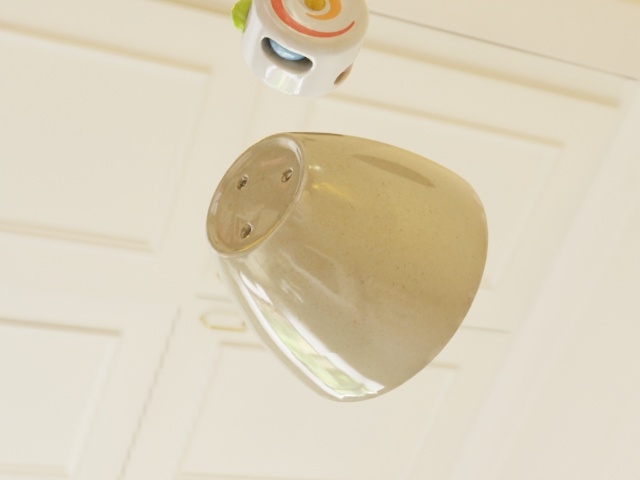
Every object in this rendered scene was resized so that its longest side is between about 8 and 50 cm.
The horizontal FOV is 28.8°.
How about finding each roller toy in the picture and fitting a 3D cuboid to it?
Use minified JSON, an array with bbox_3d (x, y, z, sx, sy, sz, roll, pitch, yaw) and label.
[{"bbox_3d":[-0.021,-0.341,2.000,0.146,0.209,0.191,115,-42,-54],"label":"roller toy"}]

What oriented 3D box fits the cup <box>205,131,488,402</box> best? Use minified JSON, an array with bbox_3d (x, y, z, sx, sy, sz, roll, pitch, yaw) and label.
[{"bbox_3d":[0.000,0.000,1.514,0.331,0.237,0.331,-29,-136,33],"label":"cup"}]
